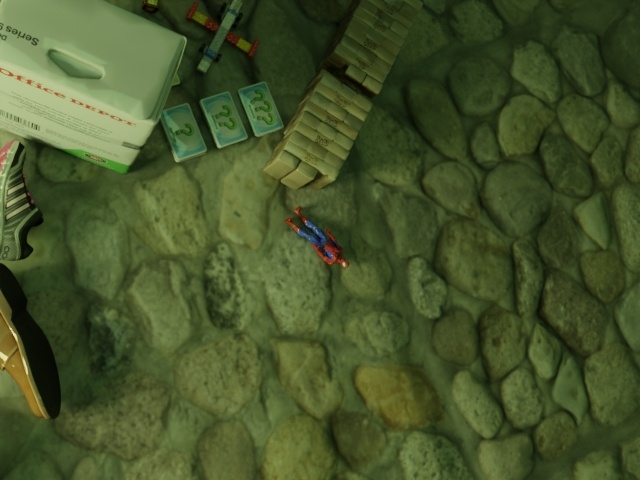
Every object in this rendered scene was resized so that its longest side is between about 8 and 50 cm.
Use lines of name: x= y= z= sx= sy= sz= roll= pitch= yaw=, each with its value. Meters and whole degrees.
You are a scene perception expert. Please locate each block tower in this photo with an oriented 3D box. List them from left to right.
block tower: x=0.035 y=-0.231 z=1.387 sx=0.091 sy=0.097 sz=0.336 roll=31 pitch=75 yaw=-13

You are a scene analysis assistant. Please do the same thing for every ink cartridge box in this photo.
ink cartridge box: x=-0.303 y=-0.198 z=1.153 sx=0.211 sy=0.289 sz=0.122 roll=22 pitch=76 yaw=-16

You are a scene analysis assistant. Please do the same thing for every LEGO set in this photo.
LEGO set: x=-0.165 y=-0.256 z=1.338 sx=0.182 sy=0.060 sz=0.244 roll=-21 pitch=89 yaw=-25

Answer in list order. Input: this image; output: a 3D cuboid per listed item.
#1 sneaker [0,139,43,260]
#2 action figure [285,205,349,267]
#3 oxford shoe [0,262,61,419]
sneaker: x=-0.401 y=-0.048 z=1.219 sx=0.074 sy=0.063 sz=0.171 roll=17 pitch=65 yaw=-35
action figure: x=0.000 y=0.000 z=1.374 sx=0.115 sy=0.030 sz=0.038 roll=44 pitch=66 yaw=-11
oxford shoe: x=-0.400 y=0.140 z=1.196 sx=0.076 sy=0.076 sz=0.212 roll=-25 pitch=90 yaw=6
